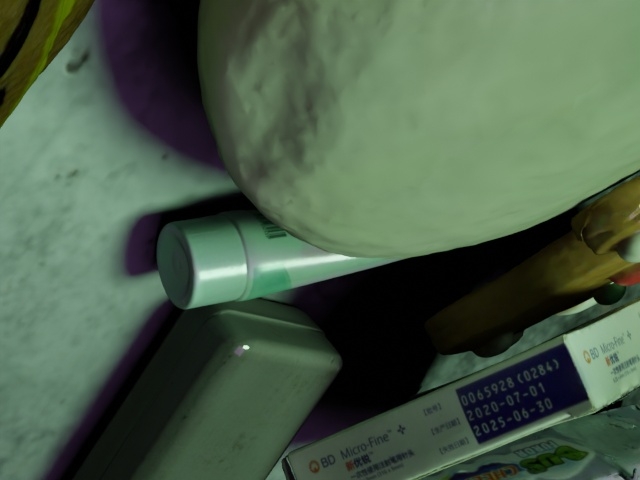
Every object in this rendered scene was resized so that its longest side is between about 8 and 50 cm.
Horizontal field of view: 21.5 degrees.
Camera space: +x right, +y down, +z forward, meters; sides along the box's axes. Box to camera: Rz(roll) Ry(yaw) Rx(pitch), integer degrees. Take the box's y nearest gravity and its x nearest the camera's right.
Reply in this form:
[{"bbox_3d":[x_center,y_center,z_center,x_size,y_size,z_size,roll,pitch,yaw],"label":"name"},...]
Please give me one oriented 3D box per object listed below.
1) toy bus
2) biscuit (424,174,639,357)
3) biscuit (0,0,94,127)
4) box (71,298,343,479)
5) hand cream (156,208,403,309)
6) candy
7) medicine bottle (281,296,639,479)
[{"bbox_3d":[0.134,0.210,1.196,0.317,0.112,0.138,-13,123,-34],"label":"toy bus"},{"bbox_3d":[0.206,-0.018,0.941,0.216,0.047,0.340,-21,168,-47],"label":"biscuit"},{"bbox_3d":[-0.148,-0.059,0.618,0.290,0.041,0.208,-53,176,-43],"label":"biscuit"},{"bbox_3d":[-0.089,0.141,0.969,0.103,0.055,0.243,15,115,-48],"label":"box"},{"bbox_3d":[0.000,0.000,0.909,0.174,0.076,0.047,-11,111,-29],"label":"hand cream"},{"bbox_3d":[0.134,-0.150,0.800,0.427,0.186,0.386,-38,145,3],"label":"candy"},{"bbox_3d":[0.101,0.098,0.987,0.201,0.052,0.171,-28,173,32],"label":"medicine bottle"}]
